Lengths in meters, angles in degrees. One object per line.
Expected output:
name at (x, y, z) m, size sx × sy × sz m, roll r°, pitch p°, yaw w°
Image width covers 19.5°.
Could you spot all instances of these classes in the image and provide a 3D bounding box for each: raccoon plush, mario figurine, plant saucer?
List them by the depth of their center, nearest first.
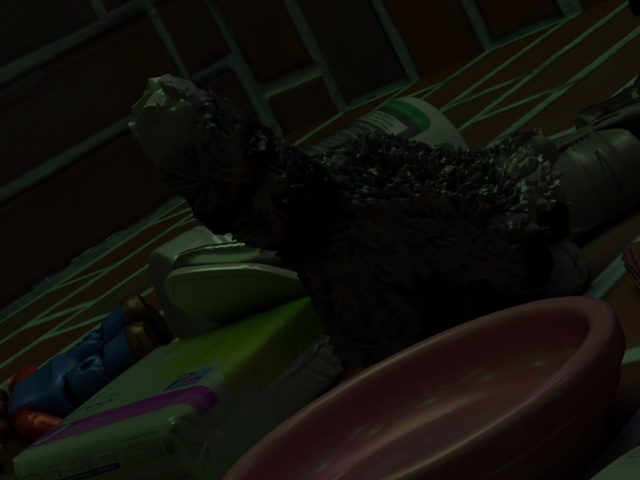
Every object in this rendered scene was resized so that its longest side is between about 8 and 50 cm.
plant saucer at (0.081, 0.154, 1.378) m, size 0.332 × 0.084 × 0.332 m, roll -27°, pitch 8°, yaw 4°
raccoon plush at (0.066, -0.071, 1.702) m, size 0.216 × 0.446 × 0.299 m, roll -38°, pitch 17°, yaw 26°
mario figurine at (-0.297, 0.204, 2.111) m, size 0.321 × 0.170 × 0.198 m, roll -32°, pitch -7°, yaw 9°

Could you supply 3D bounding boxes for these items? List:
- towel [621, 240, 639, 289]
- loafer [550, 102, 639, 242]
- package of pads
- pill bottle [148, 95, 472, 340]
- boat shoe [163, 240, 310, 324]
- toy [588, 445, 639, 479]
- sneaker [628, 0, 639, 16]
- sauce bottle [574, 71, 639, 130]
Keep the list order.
towel at (0.421, -0.028, 1.571) m, size 0.329 × 0.037 × 0.237 m, roll -27°, pitch 10°, yaw 3°
loafer at (0.297, -0.078, 1.983) m, size 0.319 × 0.112 × 0.111 m, roll -34°, pitch 2°, yaw -40°
package of pads at (-0.140, 0.177, 1.850) m, size 0.229 × 0.101 × 0.296 m, roll -20°, pitch 11°, yaw 34°
pill bottle at (0.000, 0.000, 2.117) m, size 0.361 × 0.204 × 0.204 m, roll -30°, pitch 9°, yaw -20°
boat shoe at (-0.009, 0.030, 1.946) m, size 0.305 × 0.109 × 0.091 m, roll 0°, pitch 55°, yaw 4°
toy at (0.270, 0.118, 1.111) m, size 0.237 × 0.056 × 0.137 m, roll -28°, pitch 4°, yaw -42°
sneaker at (0.473, -0.274, 2.138) m, size 0.136 × 0.314 × 0.116 m, roll -30°, pitch -28°, yaw -32°
sauce bottle at (0.459, -0.198, 2.203) m, size 0.344 × 0.111 × 0.111 m, roll -29°, pitch 9°, yaw -11°
